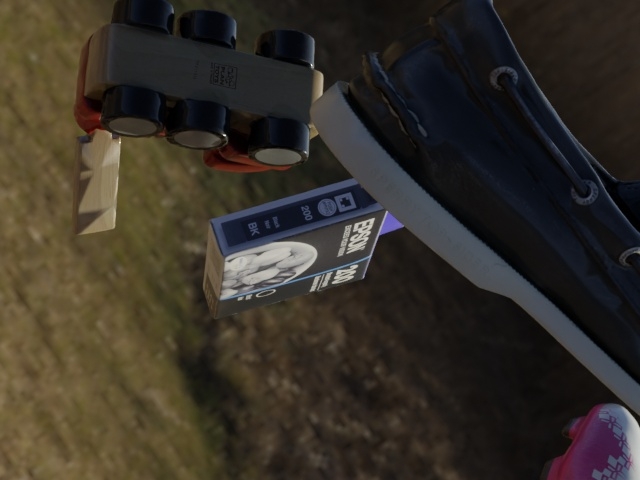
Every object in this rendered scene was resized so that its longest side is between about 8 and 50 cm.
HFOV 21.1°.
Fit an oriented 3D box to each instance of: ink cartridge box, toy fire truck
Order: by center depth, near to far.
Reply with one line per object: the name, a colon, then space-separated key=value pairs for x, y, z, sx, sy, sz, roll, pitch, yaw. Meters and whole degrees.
ink cartridge box: x=0.000 y=0.000 z=1.536 sx=0.206 sy=0.208 sz=0.045 roll=106 pitch=-35 yaw=-72
toy fire truck: x=-0.140 y=-0.100 z=1.623 sx=0.217 sy=0.246 sz=0.158 roll=10 pitch=72 yaw=-23

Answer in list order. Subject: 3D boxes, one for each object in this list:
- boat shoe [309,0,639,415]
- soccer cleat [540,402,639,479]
boat shoe: x=0.154 y=0.003 z=0.827 sx=0.340 sy=0.113 sz=0.127 roll=38 pitch=14 yaw=-18
soccer cleat: x=0.216 y=0.267 z=1.258 sx=0.116 sy=0.143 sz=0.331 roll=75 pitch=31 yaw=-45
